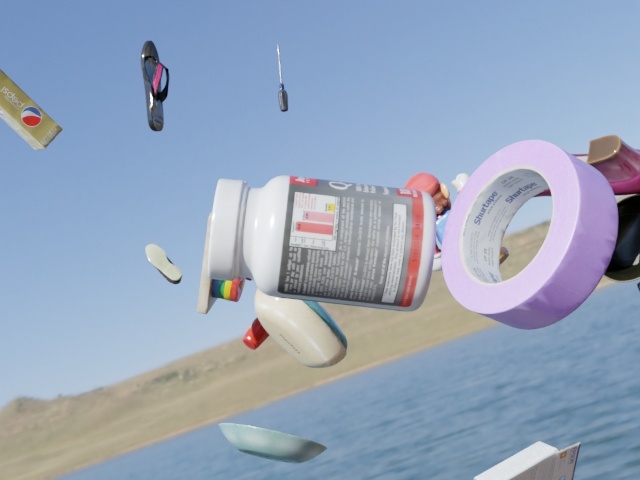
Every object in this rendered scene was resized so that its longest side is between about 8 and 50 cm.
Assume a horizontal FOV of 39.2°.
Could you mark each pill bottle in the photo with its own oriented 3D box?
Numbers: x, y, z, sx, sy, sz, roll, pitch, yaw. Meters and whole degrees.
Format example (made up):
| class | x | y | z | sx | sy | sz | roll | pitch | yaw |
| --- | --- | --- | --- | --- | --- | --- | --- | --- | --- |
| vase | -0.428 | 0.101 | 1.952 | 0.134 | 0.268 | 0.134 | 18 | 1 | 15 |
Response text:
| class | x | y | z | sx | sy | sz | roll | pitch | yaw |
| --- | --- | --- | --- | --- | --- | --- | --- | --- | --- |
| pill bottle | 0.000 | 0.000 | 1.521 | 0.363 | 0.210 | 0.210 | 7 | -11 | -3 |

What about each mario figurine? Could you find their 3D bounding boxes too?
| class | x | y | z | sx | sy | sz | roll | pitch | yaw |
| --- | --- | --- | --- | --- | --- | --- | --- | --- | --- |
| mario figurine | 0.337 | -0.042 | 2.308 | 0.198 | 0.320 | 0.170 | -30 | -17 | -25 |

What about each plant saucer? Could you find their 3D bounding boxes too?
| class | x | y | z | sx | sy | sz | roll | pitch | yaw |
| --- | --- | --- | --- | --- | --- | --- | --- | --- | --- |
| plant saucer | -0.086 | 0.358 | 1.561 | 0.195 | 0.037 | 0.195 | 11 | -18 | 4 |

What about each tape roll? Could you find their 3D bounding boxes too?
| class | x | y | z | sx | sy | sz | roll | pitch | yaw |
| --- | --- | --- | --- | --- | --- | --- | --- | --- | --- |
| tape roll | 0.308 | -0.009 | 1.354 | 0.090 | 0.274 | 0.275 | 23 | -33 | -31 |

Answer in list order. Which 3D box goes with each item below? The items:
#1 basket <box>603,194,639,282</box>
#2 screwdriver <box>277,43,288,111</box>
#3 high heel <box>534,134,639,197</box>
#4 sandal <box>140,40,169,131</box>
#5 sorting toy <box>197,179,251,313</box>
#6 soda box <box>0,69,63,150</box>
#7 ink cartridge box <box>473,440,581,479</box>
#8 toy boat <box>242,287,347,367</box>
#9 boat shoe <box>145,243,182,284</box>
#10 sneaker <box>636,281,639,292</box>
| class | x | y | z | sx | sy | sz | roll | pitch | yaw |
| --- | --- | --- | --- | --- | --- | --- | --- | --- | --- |
| basket | 0.694 | -0.008 | 2.035 | 0.204 | 0.154 | 0.227 | -58 | -10 | 8 |
| screwdriver | -0.095 | -0.388 | 2.150 | 0.024 | 0.169 | 0.025 | -3 | -15 | -16 |
| high heel | 0.544 | -0.123 | 1.940 | 0.181 | 0.127 | 0.377 | 31 | -20 | -29 |
| sandal | -0.316 | -0.302 | 1.755 | 0.040 | 0.179 | 0.067 | -8 | -5 | 19 |
| sorting toy | -0.204 | 0.019 | 2.165 | 0.089 | 0.255 | 0.257 | 13 | 24 | 6 |
| soda box | -0.608 | -0.263 | 1.797 | 0.061 | 0.181 | 0.058 | 2 | 50 | 55 |
| ink cartridge box | 0.373 | 0.480 | 1.673 | 0.224 | 0.045 | 0.223 | -18 | -53 | -25 |
| toy boat | -0.075 | 0.193 | 2.192 | 0.148 | 0.267 | 0.318 | -51 | 19 | -27 |
| boat shoe | -0.420 | 0.065 | 2.395 | 0.049 | 0.133 | 0.042 | -39 | -16 | -24 |
| sneaker | 0.556 | 0.087 | 1.233 | 0.130 | 0.109 | 0.286 | -35 | 22 | 0 |
